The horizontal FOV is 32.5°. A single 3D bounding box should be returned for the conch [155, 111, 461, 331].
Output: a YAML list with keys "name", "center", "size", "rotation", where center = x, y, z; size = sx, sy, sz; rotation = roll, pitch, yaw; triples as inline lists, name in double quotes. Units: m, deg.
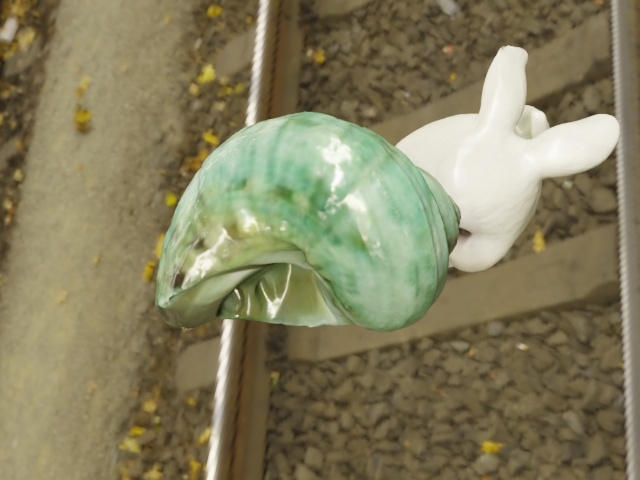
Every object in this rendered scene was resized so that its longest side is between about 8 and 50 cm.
- name: "conch"
  center: [-0.003, -0.002, 0.690]
  size: [0.175, 0.188, 0.122]
  rotation: [105, 174, -45]

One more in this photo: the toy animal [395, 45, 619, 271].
- name: "toy animal"
  center: [0.143, -0.061, 0.937]
  size: [0.178, 0.193, 0.127]
  rotation: [-42, 82, -5]
